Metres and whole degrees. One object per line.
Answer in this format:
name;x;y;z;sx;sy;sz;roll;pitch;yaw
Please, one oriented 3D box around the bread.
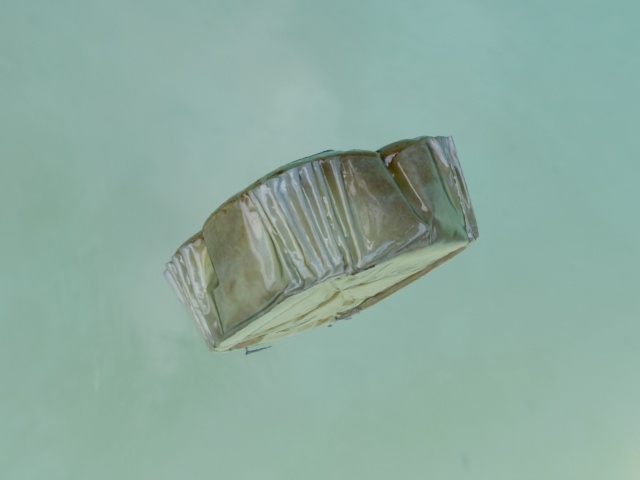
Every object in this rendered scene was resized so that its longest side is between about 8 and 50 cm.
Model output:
bread;-0.001;0.000;0.976;0.192;0.210;0.110;-15;76;-37
